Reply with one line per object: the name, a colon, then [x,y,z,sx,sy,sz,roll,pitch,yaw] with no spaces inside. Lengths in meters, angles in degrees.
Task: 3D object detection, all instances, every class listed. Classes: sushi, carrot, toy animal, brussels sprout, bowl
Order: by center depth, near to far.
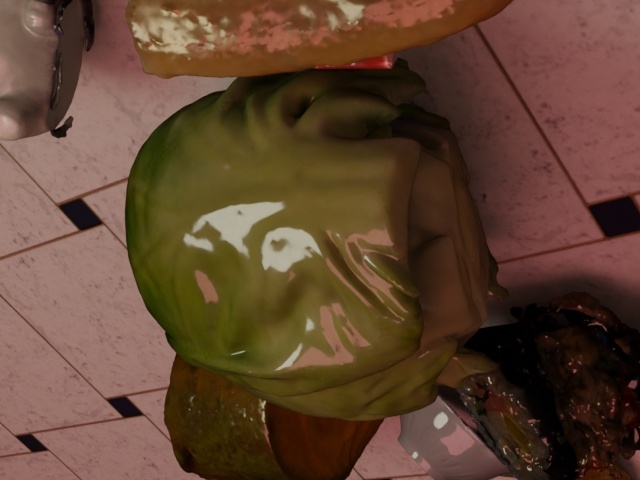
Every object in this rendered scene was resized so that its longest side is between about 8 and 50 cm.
brussels sprout: [-0.017,0.010,1.110,0.361,0.342,0.425,-11,151,17]
toy animal: [-0.413,-0.231,1.182,0.310,0.247,0.183,14,136,5]
sushi: [0.287,0.170,1.275,0.225,0.218,0.238,57,176,18]
bowl: [0.160,0.266,1.431,0.189,0.086,0.189,45,180,0]
carrot: [-0.048,0.213,1.449,0.340,0.241,0.241,-7,129,34]

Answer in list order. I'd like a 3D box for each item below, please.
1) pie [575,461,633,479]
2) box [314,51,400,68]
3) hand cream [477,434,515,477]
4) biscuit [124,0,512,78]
pie: [0.376,0.353,1.496,0.128,0.068,0.282,-30,119,19]
box: [0.045,-0.252,0.954,0.099,0.182,0.133,5,132,24]
hand cream: [0.243,0.309,1.543,0.235,0.055,0.086,7,137,12]
biscuit: [-0.002,-0.335,0.795,0.446,0.104,0.429,5,94,22]
